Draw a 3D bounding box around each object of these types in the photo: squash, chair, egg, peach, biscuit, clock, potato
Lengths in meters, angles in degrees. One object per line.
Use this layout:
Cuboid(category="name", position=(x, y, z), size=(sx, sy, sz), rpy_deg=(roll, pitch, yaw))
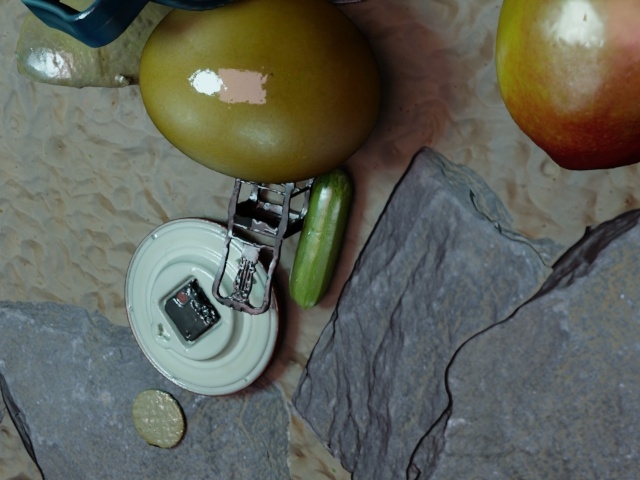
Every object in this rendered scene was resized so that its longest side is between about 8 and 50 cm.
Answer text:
Cuboid(category="squash", position=(0.000, 0.000, 1.428), size=(0.069, 0.069, 0.238), rpy_deg=(23, 110, 20))
Cuboid(category="chair", position=(-0.092, -0.008, 1.439), size=(0.106, 0.113, 0.229), rpy_deg=(19, 109, 16))
Cuboid(category="egg", position=(-0.086, -0.223, 1.294), size=(0.352, 0.282, 0.282), rpy_deg=(7, 105, 12))
Cuboid(category="peach", position=(0.355, -0.240, 1.073), size=(0.308, 0.308, 0.332), rpy_deg=(29, 116, 18))
Cuboid(category="biscuit", position=(-0.302, 0.331, 1.681), size=(0.120, 0.015, 0.120), rpy_deg=(6, 104, 26))
Cuboid(category="clock", position=(-0.207, 0.116, 1.550), size=(0.319, 0.080, 0.318), rpy_deg=(6, 104, 24))
Cuboid(category="potato", position=(-0.313, -0.348, 1.402), size=(0.211, 0.264, 0.189), rpy_deg=(22, 120, 27))

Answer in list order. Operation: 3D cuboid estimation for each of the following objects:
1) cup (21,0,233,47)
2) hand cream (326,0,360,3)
Cuboid(category="cup", position=(-0.248, -0.424, 1.182), size=(0.292, 0.308, 0.242), rpy_deg=(29, 140, 44))
Cuboid(category="hand cream", position=(-0.045, -0.388, 1.379), size=(0.235, 0.055, 0.086), rpy_deg=(-6, 101, 20))
